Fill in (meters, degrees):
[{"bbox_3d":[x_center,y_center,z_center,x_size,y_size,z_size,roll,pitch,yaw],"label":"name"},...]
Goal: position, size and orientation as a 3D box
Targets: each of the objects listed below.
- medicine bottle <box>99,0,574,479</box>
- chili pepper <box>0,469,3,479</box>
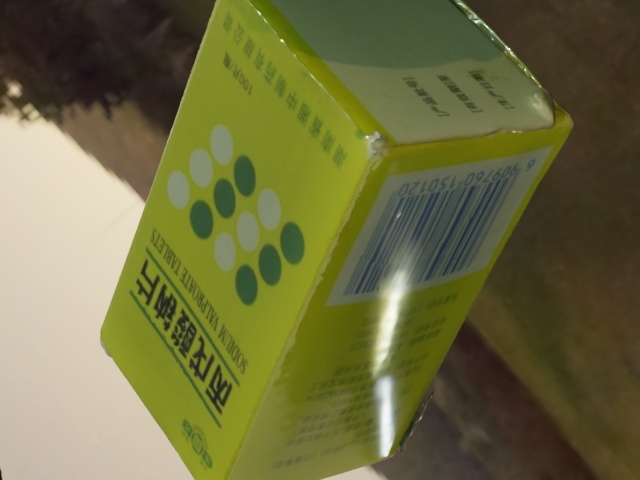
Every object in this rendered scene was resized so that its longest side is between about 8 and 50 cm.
[{"bbox_3d":[0.000,0.000,0.715,0.141,0.250,0.137,-11,-132,-40],"label":"medicine bottle"},{"bbox_3d":[-0.240,0.117,0.914,0.065,0.088,0.169,8,-147,-42],"label":"chili pepper"}]
